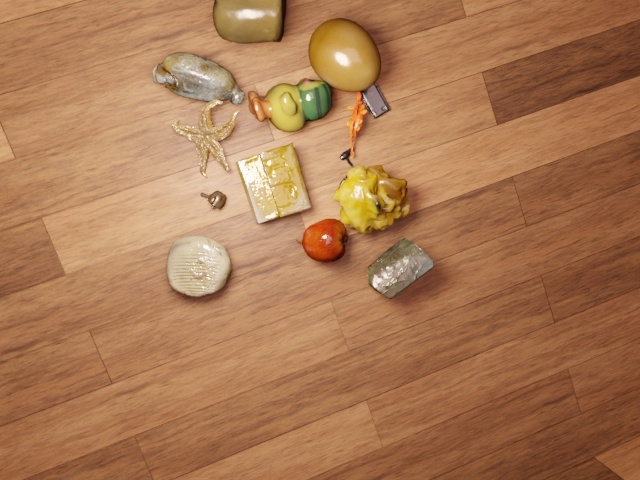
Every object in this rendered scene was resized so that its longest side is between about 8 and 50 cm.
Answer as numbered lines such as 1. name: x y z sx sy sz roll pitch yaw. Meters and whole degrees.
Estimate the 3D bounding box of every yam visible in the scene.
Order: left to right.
1. yam: 0.334 0.127 1.778 0.271 0.202 0.201 -44 77 -2

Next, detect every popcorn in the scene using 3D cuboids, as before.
1. popcorn: 0.215 -0.180 1.705 0.316 0.281 0.297 -26 114 7

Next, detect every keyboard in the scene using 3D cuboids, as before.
1. keyboard: 0.216 -0.652 1.783 0.094 0.025 0.230 -31 97 -3

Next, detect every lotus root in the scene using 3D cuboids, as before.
1. lotus root: -0.472 -0.640 1.621 0.350 0.175 0.175 12 92 -16

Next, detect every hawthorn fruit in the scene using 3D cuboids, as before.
1. hawthorn fruit: 0.000 0.000 1.731 0.226 0.196 0.196 -2 95 17

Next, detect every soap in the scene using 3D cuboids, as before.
1. soap: -0.194 -0.237 1.705 0.259 0.143 0.281 -19 101 -4

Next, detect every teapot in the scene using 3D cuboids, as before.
1. teapot: -0.453 -0.180 1.702 0.110 0.085 0.080 33 87 11

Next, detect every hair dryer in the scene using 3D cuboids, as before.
1. hair dryer: 0.131 -0.361 1.797 0.079 0.031 0.083 -40 112 -12

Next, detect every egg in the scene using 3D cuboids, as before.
1. egg: 0.100 -0.737 1.638 0.322 0.250 0.250 41 88 14

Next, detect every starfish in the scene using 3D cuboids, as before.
1. starfish: -0.449 -0.412 1.673 0.299 0.060 0.302 -4 109 11

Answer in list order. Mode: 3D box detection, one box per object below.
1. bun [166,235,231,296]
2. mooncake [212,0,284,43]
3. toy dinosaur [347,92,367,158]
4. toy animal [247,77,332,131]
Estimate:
1. bun: -0.494 0.103 1.672 0.273 0.168 0.272 0 104 0
2. mooncake: -0.253 -0.971 1.494 0.262 0.467 0.467 3 94 -1
3. toy dinosaur: 0.152 -0.502 1.735 0.070 0.117 0.288 8 86 -9
4. toy animal: -0.114 -0.548 1.668 0.338 0.216 0.191 -16 123 -10
